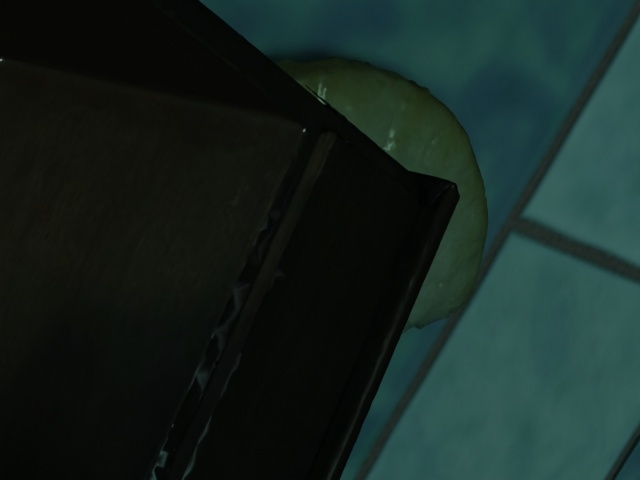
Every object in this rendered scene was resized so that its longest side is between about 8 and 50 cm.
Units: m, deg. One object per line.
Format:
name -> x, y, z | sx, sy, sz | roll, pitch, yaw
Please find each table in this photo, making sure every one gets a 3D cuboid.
table -> -0.142, 0.020, 0.445 | 0.282, 0.196, 0.250 | 35, 77, -48

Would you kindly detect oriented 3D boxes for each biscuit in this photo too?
biscuit -> 0.000, 0.000, 0.718 | 0.265, 0.040, 0.188 | 15, 105, -46
